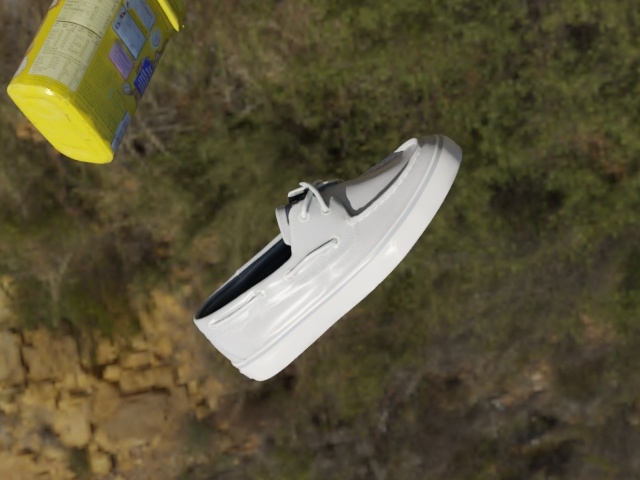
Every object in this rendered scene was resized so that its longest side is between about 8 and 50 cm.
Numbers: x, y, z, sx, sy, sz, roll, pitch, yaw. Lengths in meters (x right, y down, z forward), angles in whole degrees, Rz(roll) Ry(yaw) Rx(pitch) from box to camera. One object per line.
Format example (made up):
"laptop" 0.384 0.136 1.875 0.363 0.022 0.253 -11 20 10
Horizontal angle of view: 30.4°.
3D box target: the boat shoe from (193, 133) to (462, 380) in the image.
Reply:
"boat shoe" 0.000 0.000 0.668 0.184 0.063 0.066 -44 -161 24

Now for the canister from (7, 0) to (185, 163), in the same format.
"canister" -0.195 -0.169 1.040 0.073 0.170 0.126 9 154 25
